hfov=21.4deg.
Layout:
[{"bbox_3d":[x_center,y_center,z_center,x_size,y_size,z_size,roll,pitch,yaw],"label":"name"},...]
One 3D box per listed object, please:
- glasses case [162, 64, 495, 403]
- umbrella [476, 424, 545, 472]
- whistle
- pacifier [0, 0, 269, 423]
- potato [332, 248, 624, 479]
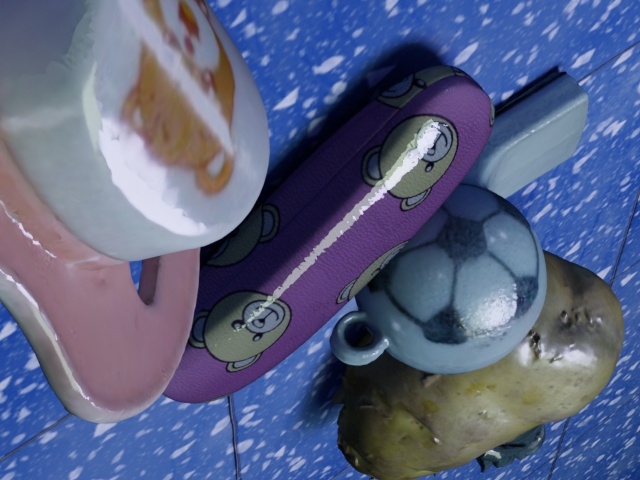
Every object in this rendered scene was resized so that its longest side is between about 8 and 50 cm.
[{"bbox_3d":[0.000,0.000,1.212,0.316,0.076,0.123,-45,156,10],"label":"glasses case"},{"bbox_3d":[0.192,0.157,1.757,0.143,0.094,0.349,-44,159,-6],"label":"umbrella"},{"bbox_3d":[0.127,0.008,1.322,0.290,0.163,0.163,-34,156,-15],"label":"whistle"},{"bbox_3d":[-0.142,-0.061,0.713,0.273,0.220,0.332,-40,143,-3],"label":"pacifier"},{"bbox_3d":[0.129,0.113,1.506,0.192,0.141,0.296,30,121,-33],"label":"potato"}]
